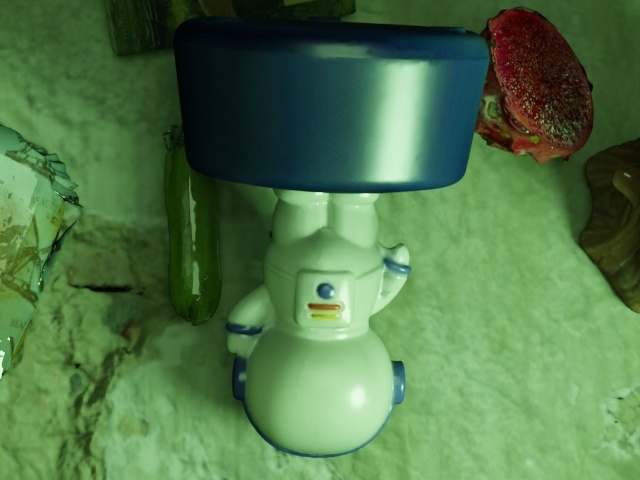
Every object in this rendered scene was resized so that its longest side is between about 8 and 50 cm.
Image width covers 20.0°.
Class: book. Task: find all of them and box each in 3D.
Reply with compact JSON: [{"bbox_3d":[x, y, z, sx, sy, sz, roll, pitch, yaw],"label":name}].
[{"bbox_3d":[-0.088,-0.265,1.650,0.228,0.024,0.160,-11,108,-9],"label":"book"}]

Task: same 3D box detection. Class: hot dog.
[{"bbox_3d":[-0.318,0.018,1.587,0.163,0.082,0.270,26,73,-13],"label":"hot dog"}]

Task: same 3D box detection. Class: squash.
[{"bbox_3d":[-0.116,-0.014,1.633,0.052,0.052,0.183,-4,83,-9],"label":"squash"}]

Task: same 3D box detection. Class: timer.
[{"bbox_3d":[0.000,0.000,1.573,0.270,0.270,0.383,2,99,-8],"label":"timer"}]

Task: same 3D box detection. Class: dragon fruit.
[{"bbox_3d":[0.171,-0.130,1.674,0.153,0.111,0.153,22,58,-40],"label":"dragon fruit"}]

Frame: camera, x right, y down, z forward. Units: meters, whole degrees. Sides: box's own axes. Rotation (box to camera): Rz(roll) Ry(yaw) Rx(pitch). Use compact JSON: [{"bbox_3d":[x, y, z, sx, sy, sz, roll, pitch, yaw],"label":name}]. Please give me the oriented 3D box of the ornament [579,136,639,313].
[{"bbox_3d":[0.372,-0.032,1.619,0.235,0.217,0.221,45,79,0],"label":"ornament"}]
